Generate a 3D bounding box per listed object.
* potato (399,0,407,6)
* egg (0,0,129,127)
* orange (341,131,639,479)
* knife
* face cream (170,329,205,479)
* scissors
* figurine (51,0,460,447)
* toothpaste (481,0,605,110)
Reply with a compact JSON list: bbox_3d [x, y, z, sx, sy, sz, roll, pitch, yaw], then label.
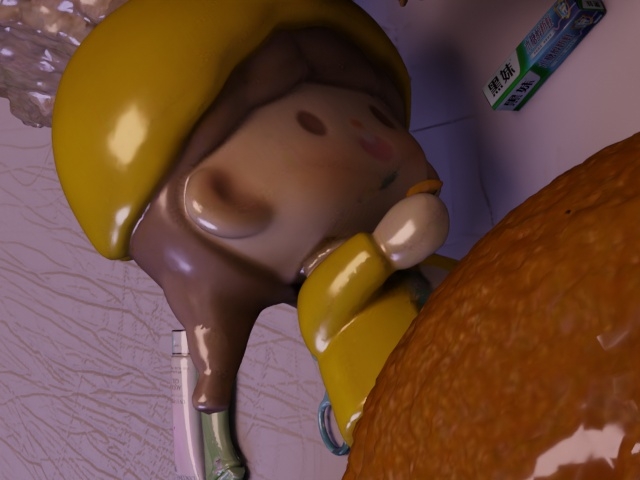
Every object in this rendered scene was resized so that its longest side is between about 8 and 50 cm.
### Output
[{"bbox_3d":[0.056,-0.264,0.950,0.239,0.116,0.299,-47,66,25],"label":"potato"},{"bbox_3d":[-0.141,-0.205,1.109,0.310,0.279,0.279,-7,82,35],"label":"egg"},{"bbox_3d":[0.189,0.102,0.587,0.357,0.322,0.322,-24,68,35],"label":"orange"},{"bbox_3d":[-0.066,0.149,1.197,0.043,0.020,0.293,-9,81,52],"label":"knife"},{"bbox_3d":[-0.091,0.118,1.232,0.038,0.020,0.115,-4,88,53],"label":"face cream"},{"bbox_3d":[0.003,0.073,1.108,0.058,0.014,0.119,-45,57,42],"label":"scissors"},{"bbox_3d":[0.000,0.000,0.915,0.187,0.215,0.344,-53,55,25],"label":"figurine"},{"bbox_3d":[0.119,-0.101,0.951,0.083,0.020,0.017,-50,54,40],"label":"toothpaste"}]
